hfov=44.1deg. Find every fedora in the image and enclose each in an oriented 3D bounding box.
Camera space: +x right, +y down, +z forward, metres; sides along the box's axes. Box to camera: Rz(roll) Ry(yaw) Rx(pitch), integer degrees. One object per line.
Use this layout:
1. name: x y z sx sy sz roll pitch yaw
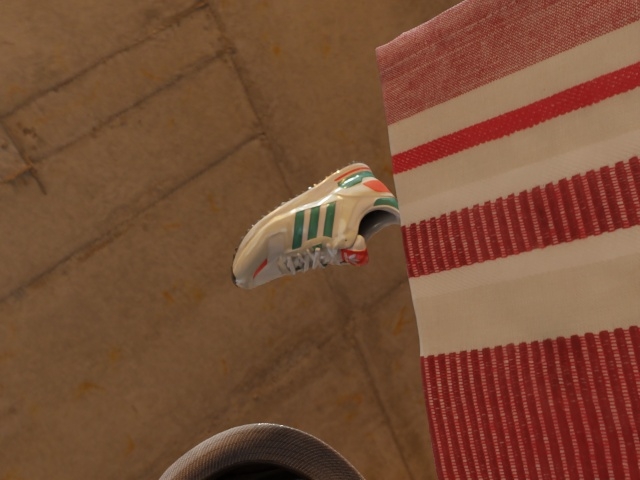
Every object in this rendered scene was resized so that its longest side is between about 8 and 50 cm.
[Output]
1. fedora: -0.058 0.308 0.803 0.243 0.124 0.275 38 -86 5

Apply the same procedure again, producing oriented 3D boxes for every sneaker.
1. sneaker: 0.000 0.000 0.681 0.161 0.075 0.057 -35 -29 -16

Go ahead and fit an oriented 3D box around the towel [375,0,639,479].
1. towel: 0.146 0.002 0.429 0.037 0.237 0.329 4 -105 -43
